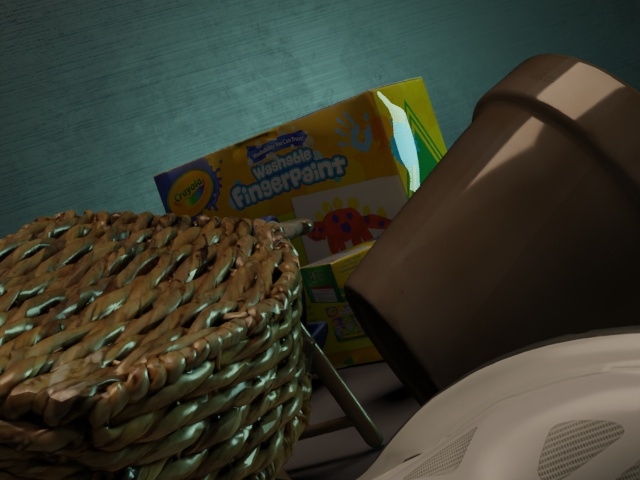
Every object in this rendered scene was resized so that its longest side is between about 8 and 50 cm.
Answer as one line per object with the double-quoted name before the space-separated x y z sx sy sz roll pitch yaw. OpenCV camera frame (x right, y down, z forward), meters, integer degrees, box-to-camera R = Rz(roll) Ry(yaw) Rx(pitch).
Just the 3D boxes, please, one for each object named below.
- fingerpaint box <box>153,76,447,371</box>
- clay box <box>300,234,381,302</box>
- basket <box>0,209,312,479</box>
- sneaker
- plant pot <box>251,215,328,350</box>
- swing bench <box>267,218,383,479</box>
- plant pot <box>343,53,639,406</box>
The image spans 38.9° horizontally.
"fingerpaint box" 0.000 0.000 1.388 0.444 0.371 0.163 -17 5 38
"clay box" 0.097 0.014 1.097 0.222 0.053 0.127 -20 2 -18
"basket" -0.115 0.121 0.505 0.213 0.223 0.299 3 14 11
"sneaker" 0.024 0.202 0.401 0.447 0.169 0.257 -26 9 28
"plant pot" -0.145 0.126 1.269 0.236 0.212 0.236 -16 20 47
"swing bench" -0.073 0.130 0.824 0.165 0.255 0.253 -18 4 16
"plant pot" 0.187 0.033 0.863 0.280 0.323 0.323 -36 7 -9
